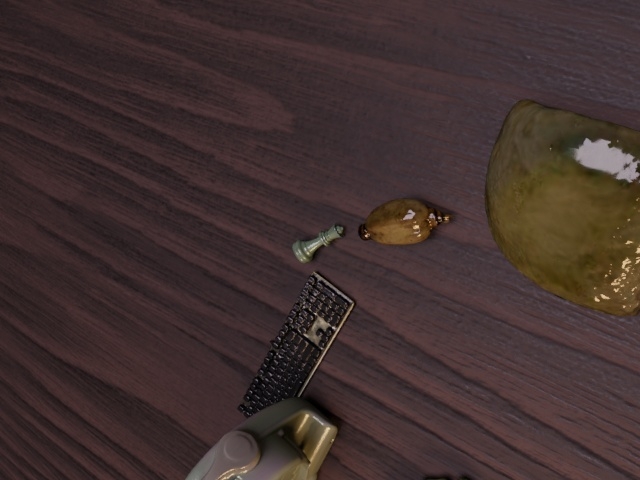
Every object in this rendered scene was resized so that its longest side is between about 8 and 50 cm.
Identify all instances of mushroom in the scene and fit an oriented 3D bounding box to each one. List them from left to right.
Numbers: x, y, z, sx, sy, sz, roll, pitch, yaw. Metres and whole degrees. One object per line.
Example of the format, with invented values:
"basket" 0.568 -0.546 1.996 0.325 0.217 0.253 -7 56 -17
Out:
"mushroom" 0.326 -0.030 0.760 0.292 0.212 0.217 27 99 19

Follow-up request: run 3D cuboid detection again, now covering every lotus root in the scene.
"lotus root" 0.128 -0.030 0.943 0.152 0.063 0.072 -7 109 31

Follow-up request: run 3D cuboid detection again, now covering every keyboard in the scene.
"keyboard" -0.053 0.206 1.085 0.106 0.027 0.317 36 110 23

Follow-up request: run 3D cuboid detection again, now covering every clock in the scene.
"clock" -0.123 0.404 0.967 0.109 0.324 0.265 35 111 24

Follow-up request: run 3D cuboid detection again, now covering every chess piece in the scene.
"chess piece" 0.000 0.000 1.035 0.093 0.042 0.042 -32 78 22

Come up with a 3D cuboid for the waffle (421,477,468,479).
"waffle" 0.197 0.460 0.952 0.169 0.036 0.183 -27 78 31
